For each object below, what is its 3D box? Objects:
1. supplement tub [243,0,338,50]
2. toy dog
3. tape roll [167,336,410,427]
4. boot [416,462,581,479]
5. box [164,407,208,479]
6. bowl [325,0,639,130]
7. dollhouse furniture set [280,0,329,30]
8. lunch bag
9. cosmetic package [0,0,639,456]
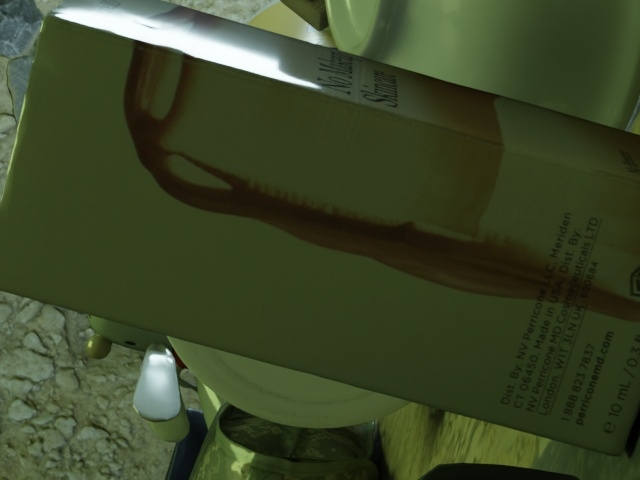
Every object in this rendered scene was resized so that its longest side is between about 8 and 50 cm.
[{"bbox_3d":[0.010,-0.100,1.525,0.331,0.241,0.241,-84,10,-67],"label":"supplement tub"},{"bbox_3d":[-0.120,0.195,1.725,0.161,0.333,0.220,-53,-25,-9],"label":"toy dog"},{"bbox_3d":[0.000,0.000,1.264,0.169,0.246,0.246,-88,14,-71],"label":"tape roll"},{"bbox_3d":[-0.007,0.338,0.705,0.445,0.146,0.367,117,177,-56],"label":"boot"},{"bbox_3d":[-0.131,0.430,1.873,0.312,0.179,0.343,108,176,-46],"label":"box"},{"bbox_3d":[0.081,-0.175,0.973,0.298,0.134,0.298,178,90,-76],"label":"bowl"},{"bbox_3d":[0.069,-0.230,1.331,0.144,0.151,0.123,-39,-24,-23],"label":"dollhouse furniture set"},{"bbox_3d":[-0.050,0.272,1.455,0.287,0.169,0.235,-69,-4,-83],"label":"lunch bag"},{"bbox_3d":[0.011,-0.016,0.772,0.153,0.296,0.129,-89,14,-74],"label":"cosmetic package"}]
